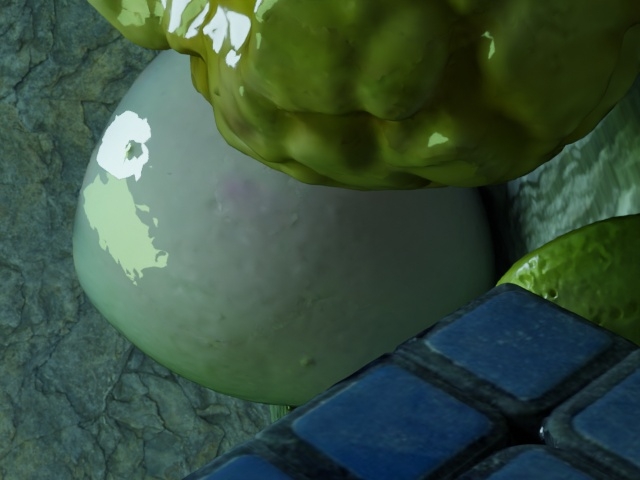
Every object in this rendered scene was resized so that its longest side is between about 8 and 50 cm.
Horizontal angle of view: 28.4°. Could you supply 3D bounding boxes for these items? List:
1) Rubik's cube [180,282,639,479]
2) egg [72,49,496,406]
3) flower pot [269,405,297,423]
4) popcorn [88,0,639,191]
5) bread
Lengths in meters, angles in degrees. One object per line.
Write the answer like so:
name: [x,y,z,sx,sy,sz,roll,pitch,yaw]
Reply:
Rubik's cube: [0.107,0.249,0.632,0.305,0.301,0.303,30,135,40]
egg: [0.000,0.000,1.181,0.340,0.354,0.354,27,143,22]
flower pot: [0.053,0.179,1.371,0.239,0.209,0.189,-110,12,-47]
popcorn: [0.051,-0.199,0.725,0.390,0.344,0.354,42,-170,37]
bread: [0.183,0.043,0.771,0.111,0.129,0.114,-41,65,48]
